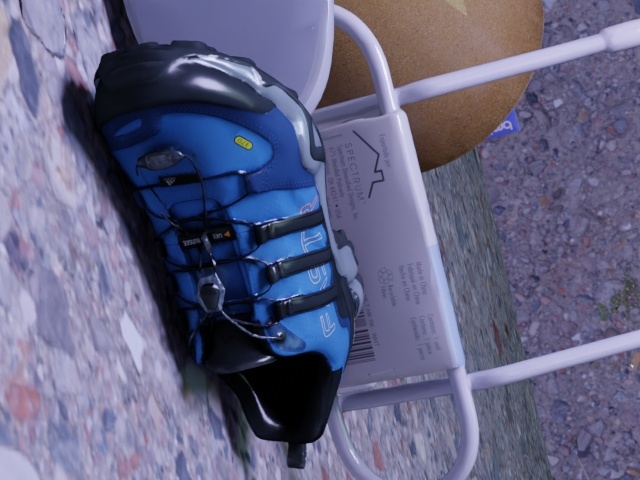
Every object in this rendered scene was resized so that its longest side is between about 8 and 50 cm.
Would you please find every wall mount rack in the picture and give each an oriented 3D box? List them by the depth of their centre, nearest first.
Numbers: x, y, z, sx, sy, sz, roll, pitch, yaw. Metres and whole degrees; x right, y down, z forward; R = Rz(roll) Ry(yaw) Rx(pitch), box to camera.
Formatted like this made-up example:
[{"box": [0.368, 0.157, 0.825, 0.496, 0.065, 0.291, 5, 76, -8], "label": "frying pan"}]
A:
[{"box": [0.091, -0.008, 1.130, 0.130, 0.304, 0.350, -21, 98, -62], "label": "wall mount rack"}]

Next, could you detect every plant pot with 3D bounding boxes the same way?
[{"box": [0.021, -0.204, 1.305, 0.254, 0.237, 0.237, 32, 44, -55], "label": "plant pot"}]

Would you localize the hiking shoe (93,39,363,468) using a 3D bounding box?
[{"box": [-0.042, 0.008, 0.964, 0.304, 0.113, 0.132, 57, 28, -48], "label": "hiking shoe"}]

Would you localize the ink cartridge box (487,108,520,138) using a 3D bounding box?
[{"box": [0.073, -0.233, 1.613, 0.065, 0.186, 0.311, -83, 157, -66], "label": "ink cartridge box"}]

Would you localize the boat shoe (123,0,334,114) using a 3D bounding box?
[{"box": [-0.080, -0.229, 1.067, 0.156, 0.136, 0.367, 23, 44, -79], "label": "boat shoe"}]
